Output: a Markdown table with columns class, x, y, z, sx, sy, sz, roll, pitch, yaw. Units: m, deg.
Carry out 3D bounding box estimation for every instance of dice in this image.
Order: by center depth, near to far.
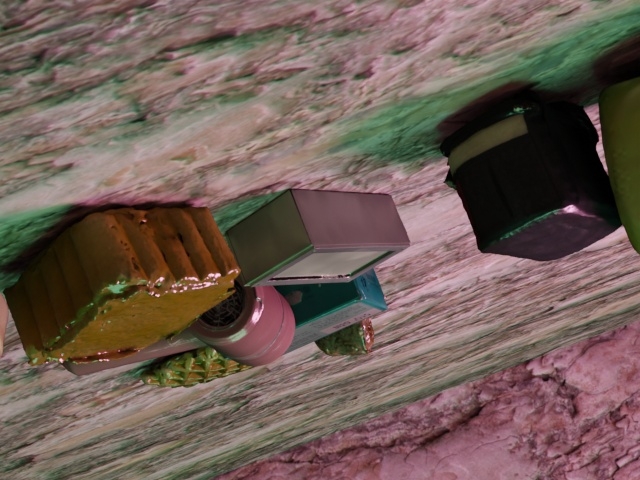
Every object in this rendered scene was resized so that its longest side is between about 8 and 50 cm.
| class | x | y | z | sx | sy | sz | roll | pitch | yaw |
| --- | --- | --- | --- | --- | --- | --- | --- | --- | --- |
| dice | 0.491 | -0.113 | 1.722 | 0.227 | 0.233 | 0.238 | -13 | -179 | 20 |

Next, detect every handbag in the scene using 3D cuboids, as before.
| class | x | y | z | sx | sy | sz | roll | pitch | yaw |
| --- | --- | --- | --- | --- | --- | --- | --- | --- | --- |
| handbag | 0.269 | -0.078 | 1.738 | 0.181 | 0.181 | 0.254 | -30 | 160 | 30 |

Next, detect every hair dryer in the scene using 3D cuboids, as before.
| class | x | y | z | sx | sy | sz | roll | pitch | yaw |
| --- | --- | --- | --- | --- | --- | --- | --- | --- | --- |
| hair dryer | -0.227 | 0.138 | 1.969 | 0.352 | 0.125 | 0.210 | -16 | 164 | 8 |

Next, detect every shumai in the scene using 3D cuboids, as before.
| class | x | y | z | sx | sy | sz | roll | pitch | yaw |
| --- | --- | --- | --- | --- | --- | --- | --- | --- | --- |
| shumai | 0.056 | 0.124 | 2.255 | 0.116 | 0.145 | 0.145 | -28 | 172 | -39 |

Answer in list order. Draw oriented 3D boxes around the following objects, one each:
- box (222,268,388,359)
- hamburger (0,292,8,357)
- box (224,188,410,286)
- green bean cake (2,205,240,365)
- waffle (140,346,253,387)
| class | x | y | z | sx | sy | sz | roll | pitch | yaw |
| --- | --- | --- | --- | --- | --- | --- | --- | --- | --- |
| box | -0.034 | 0.107 | 2.125 | 0.245 | 0.092 | 0.153 | -24 | 165 | 13 |
| hamburger | -0.440 | 0.099 | 1.489 | 0.210 | 0.173 | 0.116 | -35 | -163 | 42 |
| box | 0.000 | 0.000 | 1.830 | 0.129 | 0.086 | 0.225 | -32 | 161 | 34 |
| green bean cake | -0.239 | 0.052 | 1.623 | 0.230 | 0.131 | 0.224 | -37 | 160 | 36 |
| waffle | -0.188 | 0.214 | 2.344 | 0.214 | 0.054 | 0.208 | -22 | 168 | 25 |
